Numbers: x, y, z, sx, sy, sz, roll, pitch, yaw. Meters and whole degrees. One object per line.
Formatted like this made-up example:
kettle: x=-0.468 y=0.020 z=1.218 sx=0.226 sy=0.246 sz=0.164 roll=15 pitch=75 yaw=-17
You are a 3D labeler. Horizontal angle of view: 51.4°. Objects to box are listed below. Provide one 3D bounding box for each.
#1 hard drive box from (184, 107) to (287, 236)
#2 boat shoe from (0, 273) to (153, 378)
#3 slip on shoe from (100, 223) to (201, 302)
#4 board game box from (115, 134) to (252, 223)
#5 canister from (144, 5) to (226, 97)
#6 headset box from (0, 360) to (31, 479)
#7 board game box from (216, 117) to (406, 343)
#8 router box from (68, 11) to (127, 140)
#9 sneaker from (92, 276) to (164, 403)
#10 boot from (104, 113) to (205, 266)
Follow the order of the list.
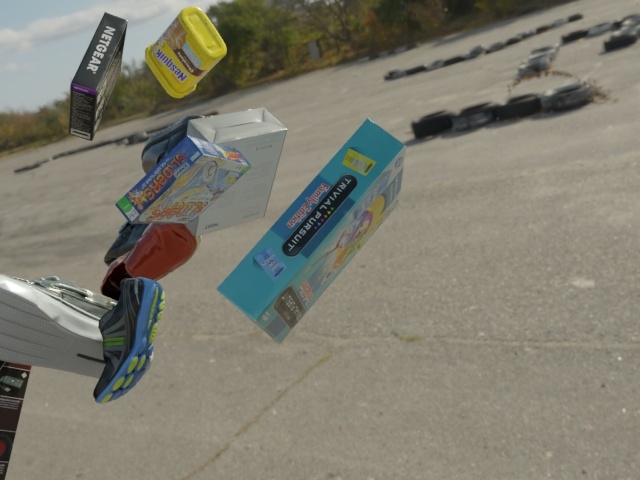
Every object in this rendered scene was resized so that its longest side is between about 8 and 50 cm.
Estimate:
hard drive box: x=-0.185 y=-0.138 z=1.351 sx=0.181 sy=0.232 sz=0.089 roll=-18 pitch=51 yaw=-38
boat shoe: x=-0.406 y=0.115 z=0.993 sx=0.121 sy=0.335 sz=0.119 roll=-44 pitch=39 yaw=16
slip on shoe: x=-0.387 y=0.048 z=1.506 sx=0.331 sy=0.123 sz=0.101 roll=-33 pitch=23 yaw=32
board game box: x=-0.185 y=-0.080 z=0.941 sx=0.136 sy=0.035 sz=0.201 roll=-41 pitch=-6 yaw=11
canister: x=-0.280 y=-0.389 z=1.378 sx=0.170 sy=0.126 sz=0.073 roll=-25 pitch=12 yaw=49
headset box: x=-0.558 y=0.239 z=1.049 sx=0.110 sy=0.293 sz=0.218 roll=23 pitch=-27 yaw=-40
board game box: x=0.000 y=0.000 z=1.067 sx=0.336 sy=0.079 sz=0.254 roll=-50 pitch=-14 yaw=-9
router box: x=-0.383 y=-0.282 z=1.146 sx=0.133 sy=0.046 sz=0.178 roll=125 pitch=158 yaw=-53
sneaker: x=-0.285 y=0.142 z=0.962 sx=0.078 sy=0.188 sz=0.067 roll=15 pitch=-5 yaw=17
boot: x=-0.465 y=-0.099 z=1.842 sx=0.367 sy=0.146 sz=0.445 roll=-28 pitch=41 yaw=52
